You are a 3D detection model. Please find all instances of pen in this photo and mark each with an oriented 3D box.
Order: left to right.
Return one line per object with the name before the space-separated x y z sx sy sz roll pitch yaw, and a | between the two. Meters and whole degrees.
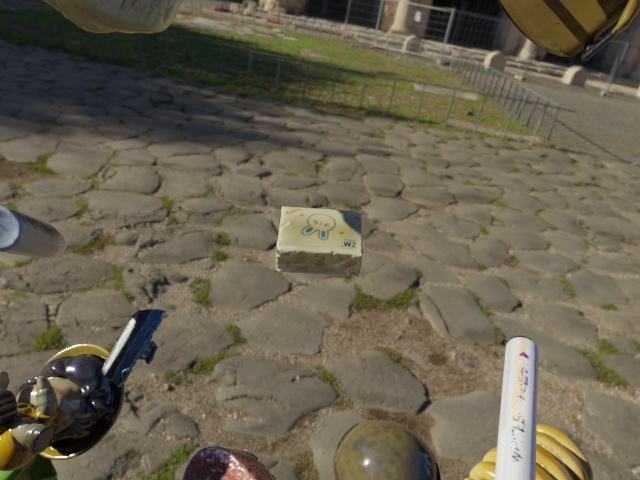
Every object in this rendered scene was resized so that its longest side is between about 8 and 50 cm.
pen | 0.150 0.171 0.382 0.033 0.033 0.269 18 36 13

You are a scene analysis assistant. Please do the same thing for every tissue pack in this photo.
tissue pack | 0.000 0.000 1.166 0.196 0.092 0.149 4 48 -1

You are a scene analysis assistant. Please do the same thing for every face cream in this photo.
face cream | -0.434 -0.010 0.733 0.084 0.057 0.198 39 -10 -9

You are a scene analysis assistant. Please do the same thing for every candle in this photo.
candle | -0.204 0.645 1.160 0.286 0.131 0.317 -15 59 22

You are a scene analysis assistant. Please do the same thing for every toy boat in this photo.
toy boat | -0.297 0.171 0.813 0.060 0.137 0.060 30 -7 -38

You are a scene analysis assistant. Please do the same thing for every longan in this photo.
longan | 0.100 0.362 0.774 0.167 0.168 0.187 -9 7 -34

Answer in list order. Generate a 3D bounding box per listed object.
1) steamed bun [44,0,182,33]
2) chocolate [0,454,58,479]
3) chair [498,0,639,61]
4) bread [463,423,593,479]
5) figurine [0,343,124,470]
steamed bun | -0.414 -0.593 0.954 0.346 0.394 0.237 -33 29 -1
chocolate | -0.715 0.536 1.083 0.300 0.289 0.137 9 31 18
chair | 0.271 -0.292 0.526 0.159 0.172 0.247 47 57 -2
bread | 0.410 0.458 0.961 0.311 0.121 0.173 -12 43 -43
figurine | -0.436 0.276 0.813 0.192 0.167 0.257 14 8 13
